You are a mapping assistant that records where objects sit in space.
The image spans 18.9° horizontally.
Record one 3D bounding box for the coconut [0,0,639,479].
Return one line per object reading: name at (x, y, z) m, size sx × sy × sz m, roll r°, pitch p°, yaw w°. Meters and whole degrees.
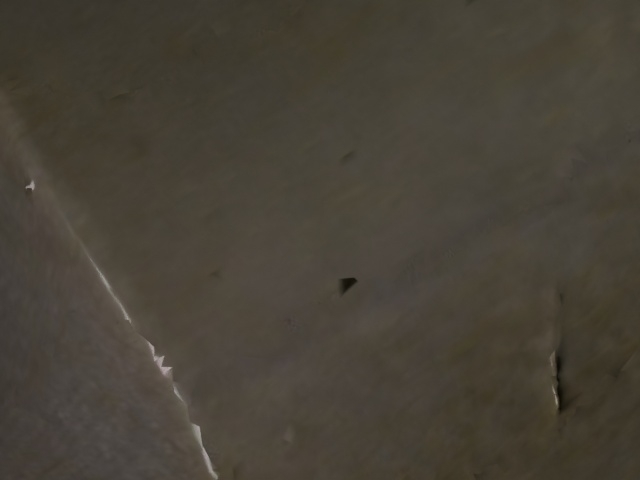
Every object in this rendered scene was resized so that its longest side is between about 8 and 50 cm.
coconut at (0.000, 0.000, 0.564) m, size 0.323 × 0.323 × 0.323 m, roll 26°, pitch 140°, yaw 24°
